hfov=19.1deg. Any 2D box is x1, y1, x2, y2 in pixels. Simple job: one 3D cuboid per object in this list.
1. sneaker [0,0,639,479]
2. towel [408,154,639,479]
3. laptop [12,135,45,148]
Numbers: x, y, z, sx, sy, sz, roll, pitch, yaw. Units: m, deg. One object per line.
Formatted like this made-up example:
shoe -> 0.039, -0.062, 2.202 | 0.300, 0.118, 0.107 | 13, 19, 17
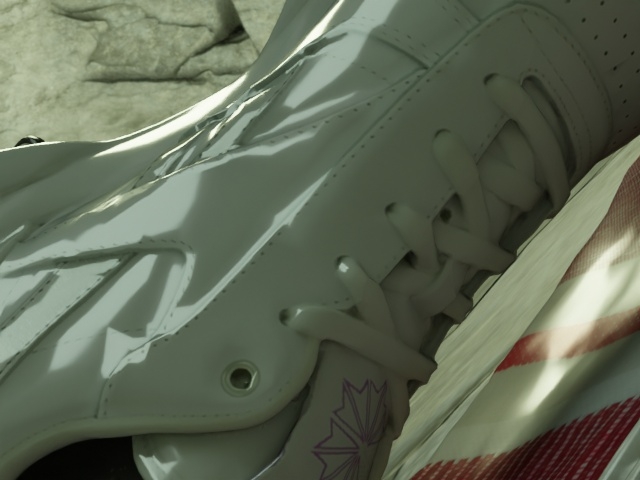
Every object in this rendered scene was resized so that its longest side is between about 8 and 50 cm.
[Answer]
sneaker -> 0.009, 0.007, 0.502 | 0.305, 0.152, 0.114 | -33, -41, 5
towel -> 0.039, 0.063, 0.430 | 0.329, 0.037, 0.237 | -48, 1, -22
laptop -> -0.213, 0.179, 0.677 | 0.382, 0.408, 0.236 | -47, -39, 11
